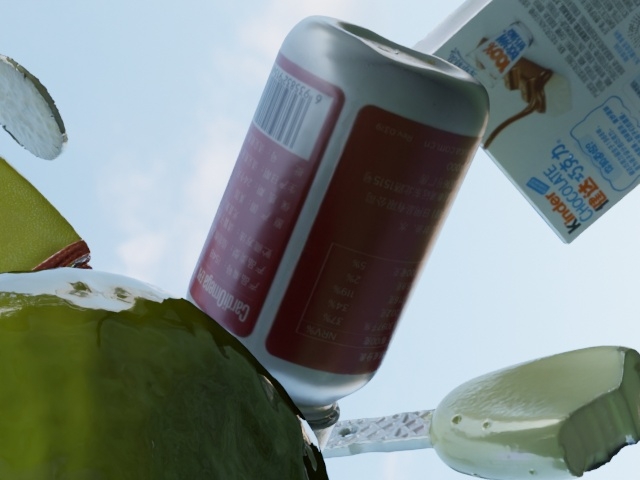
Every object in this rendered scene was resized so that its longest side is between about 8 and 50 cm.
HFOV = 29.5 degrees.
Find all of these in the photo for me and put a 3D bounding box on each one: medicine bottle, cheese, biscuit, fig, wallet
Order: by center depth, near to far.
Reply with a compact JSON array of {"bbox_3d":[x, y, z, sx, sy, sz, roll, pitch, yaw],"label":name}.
[{"bbox_3d":[-0.133,0.192,0.490,0.343,0.343,0.343,41,-139,-49],"label":"fig"},{"bbox_3d":[0.000,0.000,0.734,0.131,0.131,0.250,-14,-51,-65],"label":"medicine bottle"},{"bbox_3d":[-0.288,0.038,0.846,0.241,0.141,0.067,-33,-31,-35],"label":"wallet"},{"bbox_3d":[0.104,0.134,0.872,0.050,0.255,0.127,68,-153,-18],"label":"cheese"},{"bbox_3d":[-0.353,-0.156,1.436,0.020,0.152,0.152,-43,-62,-31],"label":"biscuit"}]

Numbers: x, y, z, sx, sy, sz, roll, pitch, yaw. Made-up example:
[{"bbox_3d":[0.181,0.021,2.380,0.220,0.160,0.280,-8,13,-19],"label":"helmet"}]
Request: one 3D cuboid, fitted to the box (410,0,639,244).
[{"bbox_3d":[0.261,-0.169,1.182,0.273,0.265,0.048,45,-172,-29],"label":"box"}]
